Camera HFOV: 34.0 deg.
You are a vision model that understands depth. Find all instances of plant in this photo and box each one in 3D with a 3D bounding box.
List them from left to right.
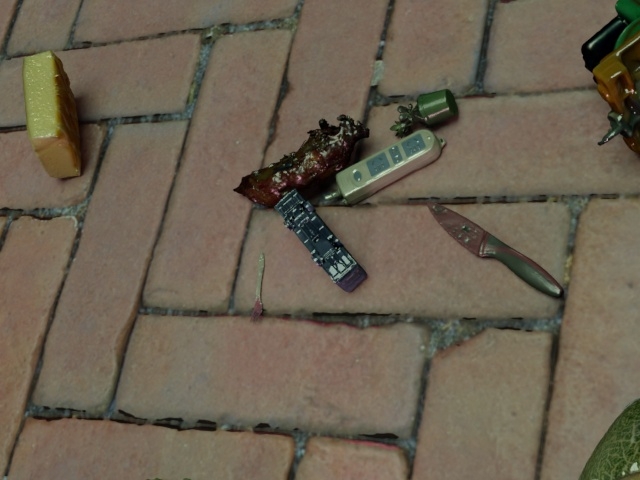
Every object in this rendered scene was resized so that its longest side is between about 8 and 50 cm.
[{"bbox_3d":[0.142,-0.181,1.496,0.102,0.051,0.051,-20,58,26],"label":"plant"}]

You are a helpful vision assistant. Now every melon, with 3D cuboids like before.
[{"bbox_3d":[0.347,0.245,1.136,0.093,0.139,0.202,30,79,13],"label":"melon"}]

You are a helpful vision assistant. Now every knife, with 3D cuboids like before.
[{"bbox_3d":[0.222,0.010,1.377,0.247,0.018,0.035,37,90,39],"label":"knife"}]

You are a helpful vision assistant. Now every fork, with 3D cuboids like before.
[{"bbox_3d":[-0.090,0.069,1.519,0.016,0.012,0.115,-8,57,20],"label":"fork"}]

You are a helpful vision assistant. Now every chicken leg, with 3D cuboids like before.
[{"bbox_3d":[-0.030,-0.111,1.541,0.234,0.063,0.105,-34,26,13],"label":"chicken leg"}]

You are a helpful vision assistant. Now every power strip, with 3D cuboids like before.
[{"bbox_3d":[0.090,-0.103,1.495,0.191,0.030,0.047,-28,55,13],"label":"power strip"}]

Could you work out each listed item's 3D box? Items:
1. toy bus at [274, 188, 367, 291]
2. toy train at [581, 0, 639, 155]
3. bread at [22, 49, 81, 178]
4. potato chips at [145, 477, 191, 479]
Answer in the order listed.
[{"bbox_3d":[0.000,0.000,1.470,0.047,0.065,0.166,-42,55,4],"label":"toy bus"},{"bbox_3d":[0.485,-0.278,1.288,0.429,0.178,0.249,-39,44,5],"label":"toy train"},{"bbox_3d":[-0.454,-0.210,1.781,0.068,0.125,0.188,-13,59,-2],"label":"bread"},{"bbox_3d":[-0.179,0.487,1.319,0.358,0.070,0.429,-34,53,13],"label":"potato chips"}]
